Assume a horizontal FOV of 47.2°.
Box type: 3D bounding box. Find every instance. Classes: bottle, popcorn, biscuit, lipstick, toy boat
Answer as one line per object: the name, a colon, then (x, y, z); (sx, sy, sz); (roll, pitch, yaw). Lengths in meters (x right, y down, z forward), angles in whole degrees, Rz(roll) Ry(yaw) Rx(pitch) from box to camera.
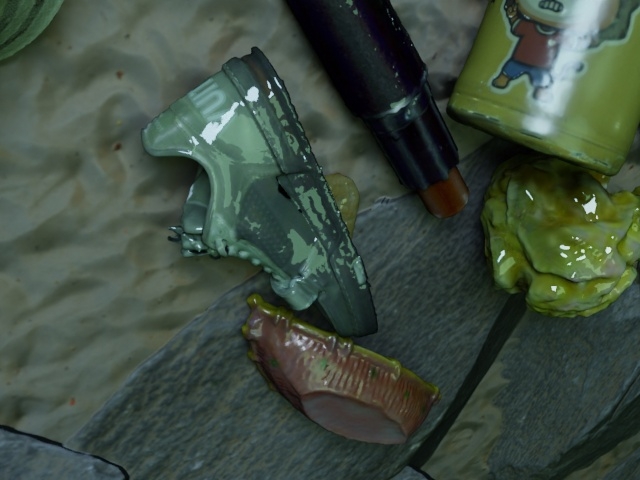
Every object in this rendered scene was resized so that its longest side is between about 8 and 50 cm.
bottle: (0.249, -0.249, 0.652); (0.171, 0.171, 0.352); (11, 103, -34)
popcorn: (0.267, -0.010, 0.795); (0.167, 0.185, 0.188); (8, 104, -49)
biscuit: (0.000, 0.000, 0.750); (0.071, 0.018, 0.147); (-2, 116, -30)
lipstick: (0.065, -0.132, 0.669); (0.081, 0.081, 0.300); (-40, 127, -3)
toy boat: (0.033, 0.160, 0.819); (0.141, 0.099, 0.318); (-34, 134, 28)

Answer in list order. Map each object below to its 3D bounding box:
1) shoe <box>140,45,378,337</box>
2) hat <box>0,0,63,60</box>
shoe: (-0.056, -0.011, 0.652); (0.149, 0.109, 0.293); (-25, 118, -3)
hat: (-0.255, -0.120, 0.396); (0.251, 0.110, 0.252); (-15, 160, -6)
